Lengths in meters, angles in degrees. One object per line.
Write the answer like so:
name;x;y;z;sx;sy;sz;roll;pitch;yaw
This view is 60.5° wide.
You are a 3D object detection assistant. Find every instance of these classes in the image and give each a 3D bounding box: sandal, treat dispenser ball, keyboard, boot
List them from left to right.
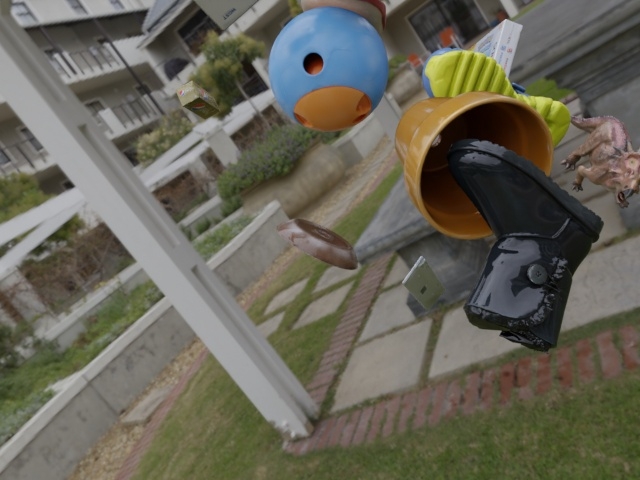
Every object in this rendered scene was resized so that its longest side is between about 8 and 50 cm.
treat dispenser ball;0.020;-0.406;1.319;0.288;0.288;0.288;-34;12;8
keyboard;0.240;0.104;1.256;0.072;0.014;0.256;-49;-31;0
sandal;0.301;-0.252;0.999;0.126;0.317;0.138;-61;32;15
boot;0.239;0.008;0.724;0.207;0.246;0.094;-59;7;-16

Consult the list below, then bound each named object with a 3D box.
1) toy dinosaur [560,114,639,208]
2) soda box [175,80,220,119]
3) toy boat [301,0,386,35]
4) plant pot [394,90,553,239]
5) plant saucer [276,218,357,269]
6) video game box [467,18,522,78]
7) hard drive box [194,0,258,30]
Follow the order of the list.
toy dinosaur;0.647;-0.196;1.215;0.127;0.295;0.200;-6;-26;-6
soda box;-0.381;-0.437;1.722;0.061;0.058;0.181;-25;-4;9
toy boat;0.069;-0.627;1.428;0.151;0.231;0.151;58;-131;-76
plant pot;0.205;-0.132;0.829;0.205;0.205;0.188;-35;29;4
plant saucer;0.000;0.000;1.197;0.198;0.199;0.036;-88;24;-75
video game box;0.338;-0.341;1.175;0.205;0.048;0.187;166;124;-78
hard drive box;-0.209;-0.566;1.077;0.181;0.232;0.089;-35;47;15
